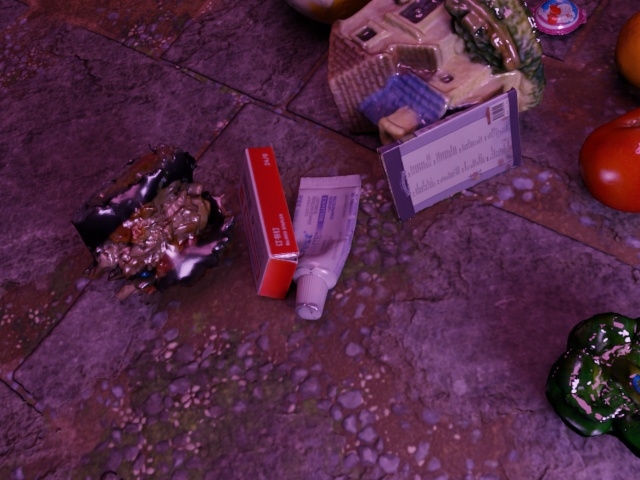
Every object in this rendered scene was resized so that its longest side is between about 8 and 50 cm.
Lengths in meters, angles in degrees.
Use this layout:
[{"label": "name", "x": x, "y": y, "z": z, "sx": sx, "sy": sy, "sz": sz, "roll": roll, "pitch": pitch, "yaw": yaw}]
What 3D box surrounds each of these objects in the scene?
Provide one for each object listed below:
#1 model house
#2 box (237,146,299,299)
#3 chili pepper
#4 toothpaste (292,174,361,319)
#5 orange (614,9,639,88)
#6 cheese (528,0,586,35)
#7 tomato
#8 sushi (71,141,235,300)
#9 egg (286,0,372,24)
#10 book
[{"label": "model house", "x": 0.162, "y": -0.290, "z": 1.090, "sx": 0.266, "sy": 0.261, "sz": 0.321, "roll": -39, "pitch": 55, "yaw": -8}, {"label": "box", "x": -0.089, "y": -0.030, "z": 1.068, "sx": 0.050, "sy": 0.123, "sz": 0.229, "roll": -5, "pitch": 56, "yaw": -17}, {"label": "chili pepper", "x": 0.371, "y": 0.167, "z": 0.780, "sx": 0.174, "sy": 0.261, "sz": 0.165, "roll": 26, "pitch": 73, "yaw": 29}, {"label": "toothpaste", "x": 0.002, "y": 0.001, "z": 1.074, "sx": 0.099, "sy": 0.068, "sz": 0.282, "roll": 17, "pitch": 55, "yaw": -10}, {"label": "orange", "x": 0.570, "y": -0.313, "z": 1.084, "sx": 0.159, "sy": 0.136, "sz": 0.159, "roll": -7, "pitch": 68, "yaw": 18}, {"label": "cheese", "x": 0.423, "y": -0.422, "z": 1.236, "sx": 0.145, "sy": 0.038, "sz": 0.095, "roll": 4, "pitch": 61, "yaw": 13}, {"label": "tomato", "x": 0.487, "y": -0.121, "z": 0.973, "sx": 0.195, "sy": 0.136, "sz": 0.195, "roll": -24, "pitch": 16, "yaw": 8}, {"label": "sushi", "x": -0.263, "y": -0.026, "z": 1.075, "sx": 0.238, "sy": 0.219, "sz": 0.225, "roll": -36, "pitch": 18, "yaw": 20}, {"label": "egg", "x": 0.010, "y": -0.545, "z": 1.299, "sx": 0.337, "sy": 0.201, "sz": 0.337, "roll": 6, "pitch": 41, "yaw": -5}, {"label": "book", "x": 0.210, "y": -0.134, "z": 1.047, "sx": 0.231, "sy": 0.157, "sz": 0.026, "roll": -25, "pitch": 45, "yaw": -3}]
